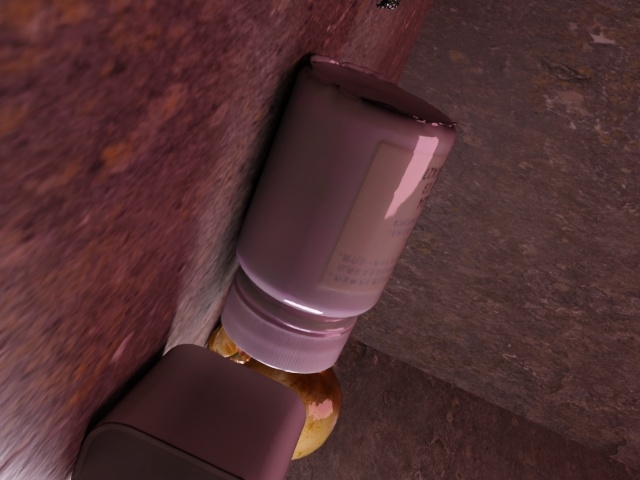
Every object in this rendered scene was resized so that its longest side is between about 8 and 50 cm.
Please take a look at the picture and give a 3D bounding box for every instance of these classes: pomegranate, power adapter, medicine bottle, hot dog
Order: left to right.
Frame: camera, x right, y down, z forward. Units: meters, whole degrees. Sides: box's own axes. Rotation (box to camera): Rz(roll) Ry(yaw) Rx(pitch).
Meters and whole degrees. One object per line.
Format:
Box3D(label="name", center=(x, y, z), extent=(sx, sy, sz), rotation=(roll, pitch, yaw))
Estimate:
Box3D(label="power adapter", center=(-0.120, 0.211, 0.709), extent=(0.255, 0.187, 0.124), rotation=(-53, 168, -72))
Box3D(label="hot dog", center=(-0.107, 0.131, 1.096), extent=(0.250, 0.076, 0.104), rotation=(-53, 171, -40))
Box3D(label="pomegranate", center=(-0.084, 0.367, 1.550), extent=(0.319, 0.319, 0.319), rotation=(24, 90, -87))
Box3D(label="medicine bottle", center=(0.011, -0.027, 0.860), extent=(0.213, 0.213, 0.379), rotation=(-57, 172, -68))

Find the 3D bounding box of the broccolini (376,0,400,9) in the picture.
Box3D(label="broccolini", center=(0.187, -0.542, 1.252), extent=(0.123, 0.062, 0.271), rotation=(-47, -175, 46))
